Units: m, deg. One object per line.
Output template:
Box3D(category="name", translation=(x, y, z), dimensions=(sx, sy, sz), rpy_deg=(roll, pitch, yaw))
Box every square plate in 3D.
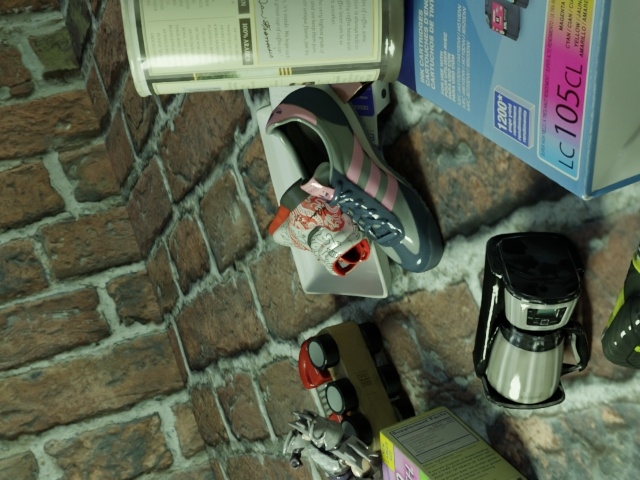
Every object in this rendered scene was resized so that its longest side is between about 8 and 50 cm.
Box3D(category="square plate", translation=(0.008, -0.078, 1.692), dimensions=(0.347, 0.049, 0.344), rpy_deg=(-4, 102, 67))

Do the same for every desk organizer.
Box3D(category="desk organizer", translation=(0.063, -0.245, 1.373), dimensions=(0.050, 0.047, 0.130), rpy_deg=(51, 132, 4))

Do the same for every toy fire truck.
Box3D(category="toy fire truck", translation=(0.044, 0.273, 1.760), dimensions=(0.246, 0.158, 0.217), rpy_deg=(-46, 63, 54))

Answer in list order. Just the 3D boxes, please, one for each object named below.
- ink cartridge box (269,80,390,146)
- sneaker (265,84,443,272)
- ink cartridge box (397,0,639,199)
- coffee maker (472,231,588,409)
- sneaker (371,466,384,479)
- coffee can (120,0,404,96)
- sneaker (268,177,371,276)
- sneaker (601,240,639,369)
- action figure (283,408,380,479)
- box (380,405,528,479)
Box3D(category="ink cartridge box", translation=(0.005, -0.248, 1.484), dimensions=(0.206, 0.045, 0.208), rpy_deg=(11, 115, 38))
Box3D(category="sneaker", translation=(0.039, -0.068, 1.424), dimensions=(0.319, 0.131, 0.112), rpy_deg=(52, 139, 1))
Box3D(category="ink cartridge box", translation=(0.197, -0.250, 0.999), dimensions=(0.395, 0.151, 0.270), rpy_deg=(-134, 35, -51))
Box3D(category="coffee maker", translation=(0.229, 0.079, 1.185), dimensions=(0.171, 0.120, 0.178), rpy_deg=(50, 148, 46))
Box3D(category="sneaker", translation=(0.118, 0.560, 1.790), dimensions=(0.152, 0.114, 0.305), rpy_deg=(19, 122, 65))
Box3D(category="coffee can", translation=(-0.061, -0.260, 1.076), dimensions=(0.201, 0.275, 0.201), rpy_deg=(176, 90, -87))
Box3D(category="sneaker", translation=(-0.001, 0.001, 1.582), dimensions=(0.145, 0.090, 0.270), rpy_deg=(52, 166, 9))
Box3D(category="sneaker", translation=(0.348, -0.006, 0.875), dimensions=(0.384, 0.145, 0.147), rpy_deg=(103, 174, -55))
Box3D(category="action figure", translation=(0.032, 0.366, 1.582), dimensions=(0.185, 0.099, 0.285), rpy_deg=(39, 159, 44))
Box3D(category="box", translation=(0.200, 0.402, 1.483), dimensions=(0.243, 0.117, 0.213), rpy_deg=(39, 140, 55))
